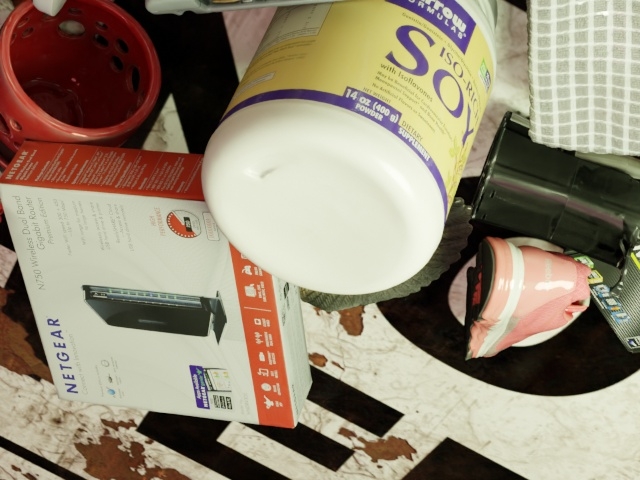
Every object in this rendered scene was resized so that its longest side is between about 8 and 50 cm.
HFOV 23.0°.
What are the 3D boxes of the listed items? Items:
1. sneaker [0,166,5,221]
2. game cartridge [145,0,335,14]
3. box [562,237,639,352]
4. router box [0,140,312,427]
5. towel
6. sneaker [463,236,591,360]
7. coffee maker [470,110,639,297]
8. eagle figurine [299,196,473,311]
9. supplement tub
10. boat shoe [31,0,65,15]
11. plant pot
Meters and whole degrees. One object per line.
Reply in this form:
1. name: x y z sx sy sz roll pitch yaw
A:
1. sneaker: -0.472 -0.065 2.083 0.279 0.107 0.118 -4 143 32
2. game cartridge: -0.027 -0.324 1.501 0.297 0.198 0.062 -3 173 19
3. box: 0.407 0.048 1.837 0.184 0.045 0.191 -10 131 37
4. router box: -0.178 0.054 1.770 0.301 0.082 0.335 5 131 15
5. towel: 0.317 -0.201 1.535 0.235 0.121 0.284 7 138 17
6. sneaker: 0.241 0.079 1.836 0.136 0.116 0.314 4 168 1
7. coffee maker: 0.259 -0.047 1.698 0.178 0.171 0.120 17 122 3
8. eagle figurine: -0.001 -0.011 1.855 0.298 0.226 0.225 4 117 29
9. supplement tub: 0.042 -0.138 1.570 0.241 0.331 0.241 13 141 11
10. boat shoe: -0.293 -0.371 1.642 0.102 0.108 0.301 19 138 4
11. plant pot: -0.300 -0.171 1.817 0.191 0.191 0.174 32 149 -12
